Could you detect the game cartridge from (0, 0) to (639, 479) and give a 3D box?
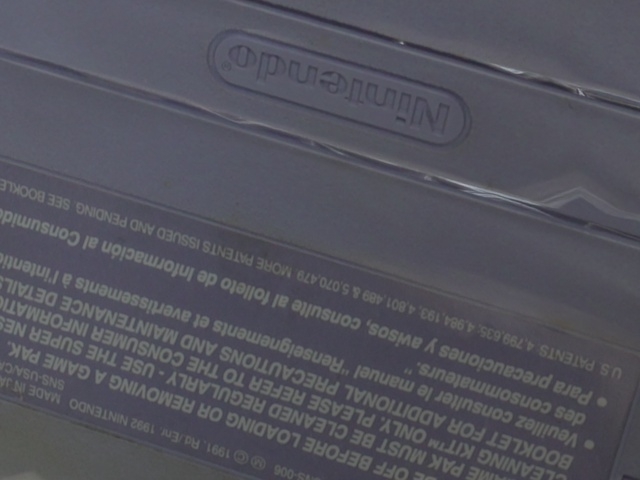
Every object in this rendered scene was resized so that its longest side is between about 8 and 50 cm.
[{"bbox_3d":[0.000,0.000,0.564,0.355,0.068,0.230,17,121,9],"label":"game cartridge"}]
